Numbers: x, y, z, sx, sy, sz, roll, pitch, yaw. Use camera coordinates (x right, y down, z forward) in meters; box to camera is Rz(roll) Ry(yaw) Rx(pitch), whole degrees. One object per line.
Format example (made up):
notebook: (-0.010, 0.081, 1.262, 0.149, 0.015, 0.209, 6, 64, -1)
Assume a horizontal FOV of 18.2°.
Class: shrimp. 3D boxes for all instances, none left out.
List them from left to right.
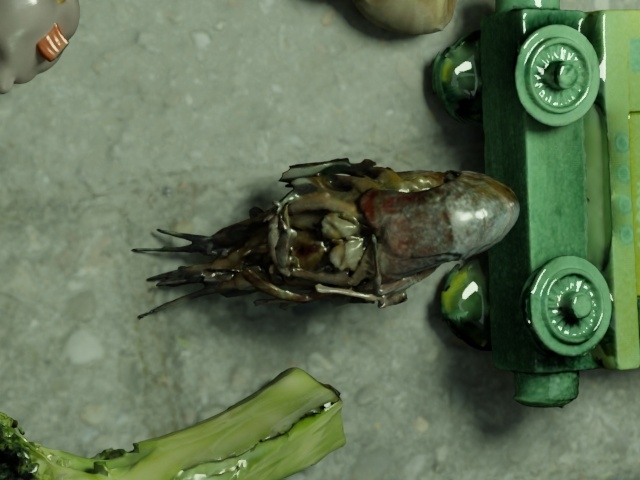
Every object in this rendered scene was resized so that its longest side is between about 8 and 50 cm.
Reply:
shrimp: (0.001, 0.003, 1.708, 0.343, 0.145, 0.116, -11, 114, 7)

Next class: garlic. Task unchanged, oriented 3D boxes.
garlic: (0.055, -0.256, 1.782, 0.174, 0.099, 0.124, 19, 103, -18)

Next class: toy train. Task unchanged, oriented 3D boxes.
toy train: (0.247, -0.048, 1.830, 0.253, 0.160, 0.397, -3, 91, -29)

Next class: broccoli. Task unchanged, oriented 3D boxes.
broccoli: (-0.147, 0.203, 1.670, 0.361, 0.252, 0.221, -34, 110, -54)

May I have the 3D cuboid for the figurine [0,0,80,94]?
figurine: (-0.286, -0.187, 1.629, 0.229, 0.112, 0.137, -5, 84, -10)
